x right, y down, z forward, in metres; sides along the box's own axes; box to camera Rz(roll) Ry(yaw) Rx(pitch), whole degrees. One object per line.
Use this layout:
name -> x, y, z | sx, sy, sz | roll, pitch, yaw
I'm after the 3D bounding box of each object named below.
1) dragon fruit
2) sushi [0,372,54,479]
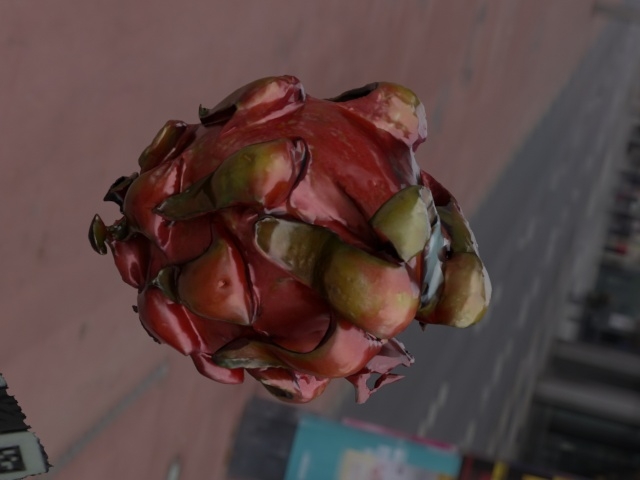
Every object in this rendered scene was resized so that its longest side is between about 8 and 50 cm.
dragon fruit -> -0.014, 0.010, 1.283 | 0.243, 0.227, 0.307 | -37, -155, 16
sushi -> -0.208, 0.063, 0.797 | 0.201, 0.139, 0.031 | -129, -144, -48
